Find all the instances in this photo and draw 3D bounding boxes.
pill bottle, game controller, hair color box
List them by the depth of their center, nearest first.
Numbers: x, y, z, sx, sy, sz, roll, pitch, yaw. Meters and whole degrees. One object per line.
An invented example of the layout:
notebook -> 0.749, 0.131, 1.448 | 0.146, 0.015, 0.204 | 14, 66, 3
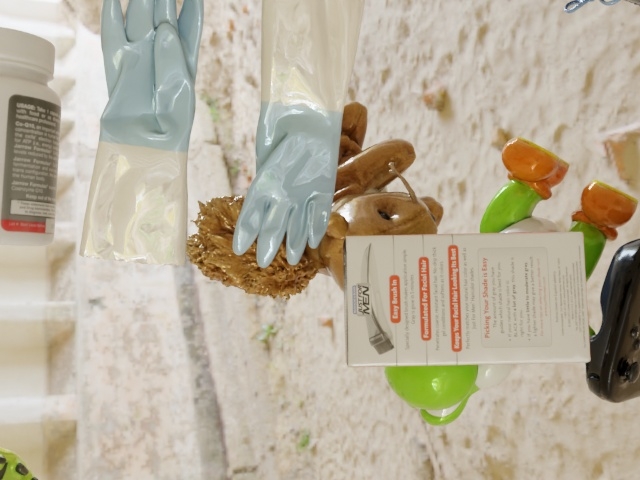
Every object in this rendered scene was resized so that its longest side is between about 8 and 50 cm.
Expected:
hair color box -> 0.101, 0.043, 0.535 | 0.053, 0.167, 0.093 | 95, 175, -84
game controller -> 0.375, 0.079, 0.794 | 0.067, 0.319, 0.166 | 29, 108, 40
pill bottle -> -0.443, -0.136, 1.022 | 0.161, 0.161, 0.283 | 180, 93, -71

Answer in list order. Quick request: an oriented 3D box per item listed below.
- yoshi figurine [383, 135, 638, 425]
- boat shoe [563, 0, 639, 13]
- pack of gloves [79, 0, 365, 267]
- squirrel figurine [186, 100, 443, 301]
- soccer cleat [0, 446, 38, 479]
yoshi figurine -> 0.195, 0.069, 0.862 | 0.362, 0.203, 0.203 | -60, 21, 13
boat shoe -> 0.275, -0.301, 0.815 | 0.109, 0.258, 0.089 | 149, 141, -82
pack of gloves -> -0.080, -0.093, 0.592 | 0.046, 0.195, 0.232 | -128, 45, -72
squirrel figurine -> 0.000, 0.000, 1.147 | 0.370, 0.397, 0.281 | -111, 0, -65
soccer cleat -> -0.361, 0.202, 0.630 | 0.289, 0.121, 0.093 | 44, -118, -59
